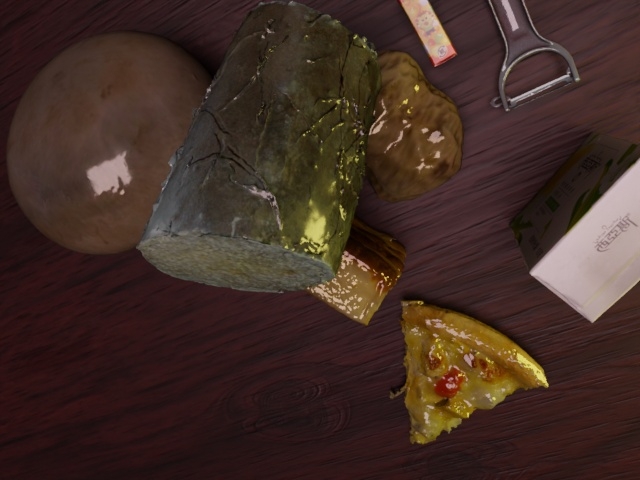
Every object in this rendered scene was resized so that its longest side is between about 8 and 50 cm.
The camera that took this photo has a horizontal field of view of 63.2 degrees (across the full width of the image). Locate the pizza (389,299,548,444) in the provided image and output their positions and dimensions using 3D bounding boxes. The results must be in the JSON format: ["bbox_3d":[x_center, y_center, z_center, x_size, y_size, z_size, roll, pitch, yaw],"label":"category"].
[{"bbox_3d":[0.235,0.269,0.935,0.280,0.075,0.288,20,110,7],"label":"pizza"}]

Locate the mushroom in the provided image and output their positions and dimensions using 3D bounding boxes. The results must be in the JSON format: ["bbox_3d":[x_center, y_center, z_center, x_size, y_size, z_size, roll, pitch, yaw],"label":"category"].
[{"bbox_3d":[-0.307,-0.144,0.838,0.362,0.294,0.362,-9,68,23],"label":"mushroom"}]

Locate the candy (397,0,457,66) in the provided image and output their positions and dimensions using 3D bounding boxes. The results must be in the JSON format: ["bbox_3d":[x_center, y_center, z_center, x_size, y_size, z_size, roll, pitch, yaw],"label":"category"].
[{"bbox_3d":[0.158,-0.319,0.775,0.038,0.062,0.122,-29,99,19],"label":"candy"}]

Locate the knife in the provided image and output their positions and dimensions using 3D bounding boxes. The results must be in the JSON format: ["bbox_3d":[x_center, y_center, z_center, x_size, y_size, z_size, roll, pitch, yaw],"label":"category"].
[{"bbox_3d":[0.262,-0.333,0.752,0.123,0.053,0.278,-22,100,23],"label":"knife"}]

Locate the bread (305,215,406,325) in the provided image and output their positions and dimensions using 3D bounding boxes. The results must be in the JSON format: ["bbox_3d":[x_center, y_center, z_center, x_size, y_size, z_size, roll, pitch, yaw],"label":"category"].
[{"bbox_3d":[0.000,0.000,0.849,0.274,0.185,0.114,33,115,2],"label":"bread"}]

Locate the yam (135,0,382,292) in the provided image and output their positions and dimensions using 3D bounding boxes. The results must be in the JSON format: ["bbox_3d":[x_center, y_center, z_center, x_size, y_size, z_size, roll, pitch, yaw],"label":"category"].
[{"bbox_3d":[-0.062,-0.105,0.669,0.241,0.241,0.348,15,76,8],"label":"yam"}]

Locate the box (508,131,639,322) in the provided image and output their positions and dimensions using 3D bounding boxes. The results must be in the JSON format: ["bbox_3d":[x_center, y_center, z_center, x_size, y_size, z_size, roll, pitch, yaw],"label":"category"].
[{"bbox_3d":[0.374,-0.033,0.710,0.111,0.260,0.194,39,110,3],"label":"box"}]

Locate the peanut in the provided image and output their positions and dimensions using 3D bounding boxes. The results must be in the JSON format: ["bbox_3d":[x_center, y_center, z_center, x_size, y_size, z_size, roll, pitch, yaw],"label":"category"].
[{"bbox_3d":[0.113,-0.171,0.807,0.233,0.110,0.197,41,106,-2],"label":"peanut"}]
